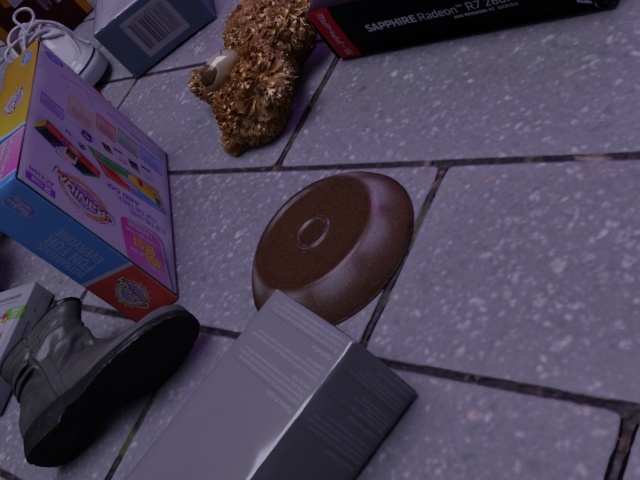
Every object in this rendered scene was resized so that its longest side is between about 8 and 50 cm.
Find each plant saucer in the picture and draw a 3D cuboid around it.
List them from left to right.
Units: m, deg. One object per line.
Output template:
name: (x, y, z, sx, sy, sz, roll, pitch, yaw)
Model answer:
plant saucer: (0.000, 0.000, 0.826, 0.198, 0.036, 0.198, -26, 40, 24)

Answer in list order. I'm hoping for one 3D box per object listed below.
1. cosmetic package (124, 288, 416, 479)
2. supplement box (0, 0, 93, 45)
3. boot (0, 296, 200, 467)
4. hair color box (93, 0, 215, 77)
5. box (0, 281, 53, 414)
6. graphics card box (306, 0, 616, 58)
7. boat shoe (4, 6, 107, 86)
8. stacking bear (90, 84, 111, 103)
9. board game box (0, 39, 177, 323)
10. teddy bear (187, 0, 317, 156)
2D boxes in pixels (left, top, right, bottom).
cosmetic package: (-0.051, 0.172, 0.661, 0.238, 0.107, 0.127, -53, 38, -5)
supplement box: (-0.652, -0.526, 1.796, 0.194, 0.191, 0.129, -46, 37, -3)
boot: (-0.257, 0.115, 0.890, 0.246, 0.083, 0.161, -41, 52, 8)
hair color box: (-0.310, -0.477, 1.496, 0.185, 0.113, 0.374, -33, 39, 15)
box: (-0.453, 0.154, 1.104, 0.145, 0.038, 0.186, -15, 45, 34)
graphics card box: (0.177, -0.345, 0.935, 0.371, 0.094, 0.233, 2, 57, 43)
boat shoe: (-0.541, -0.377, 1.582, 0.136, 0.156, 0.367, -49, 37, -5)
stacking bear: (-0.477, -0.163, 1.321, 0.289, 0.164, 0.175, -28, 7, 0)
board game box: (-0.288, -0.079, 1.000, 0.064, 0.242, 0.316, -35, 38, 15)
teddy bear: (-0.085, -0.276, 1.102, 0.245, 0.113, 0.338, -3, 54, 44)
